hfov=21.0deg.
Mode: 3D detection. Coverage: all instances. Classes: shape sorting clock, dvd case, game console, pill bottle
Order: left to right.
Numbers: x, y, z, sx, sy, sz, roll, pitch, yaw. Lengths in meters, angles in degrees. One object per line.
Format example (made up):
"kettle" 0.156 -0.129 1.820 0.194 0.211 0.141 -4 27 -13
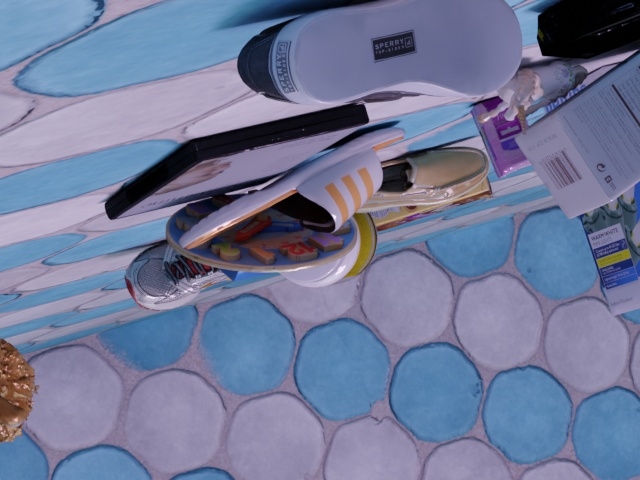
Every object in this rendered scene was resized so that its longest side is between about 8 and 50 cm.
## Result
"dvd case" -0.085 -0.072 1.647 0.180 0.022 0.253 -15 176 -27
"shape sorting clock" -0.063 -0.013 1.851 0.206 0.040 0.206 4 -154 -2
"pill bottle" 0.000 0.000 2.195 0.119 0.119 0.208 -18 178 10
"game console" 0.336 -0.205 1.469 0.213 0.044 0.361 -19 176 29

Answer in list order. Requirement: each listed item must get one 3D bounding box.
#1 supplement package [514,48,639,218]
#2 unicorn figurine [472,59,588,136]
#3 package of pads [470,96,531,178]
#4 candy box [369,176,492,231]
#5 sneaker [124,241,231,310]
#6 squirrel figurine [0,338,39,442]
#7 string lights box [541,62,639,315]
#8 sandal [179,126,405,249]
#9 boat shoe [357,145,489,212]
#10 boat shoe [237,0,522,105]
"supplement package" 0.306 -0.118 1.731 0.179 0.105 0.105 -34 -179 -20
"unicorn figurine" 0.198 -0.144 1.677 0.162 0.060 0.111 -34 -174 -36
"package of pads" 0.198 -0.112 1.835 0.050 0.083 0.032 -20 171 -13
"candy box" 0.149 -0.063 2.467 0.187 0.053 0.109 -19 175 7
"sneaker" -0.151 0.020 2.233 0.225 0.088 0.093 -23 172 -28
"squirrel figurine" -0.526 0.194 2.146 0.370 0.281 0.397 -32 -177 30
"string lights box" 0.346 -0.059 1.909 0.077 0.259 0.133 -16 175 -27
"sandal" -0.020 -0.034 1.779 0.265 0.076 0.102 -29 -178 -17
"boat shoe" 0.116 -0.077 2.109 0.190 0.068 0.072 -17 164 -3
"boat shoe" 0.040 -0.126 1.162 0.228 0.080 0.076 -17 -166 -41
